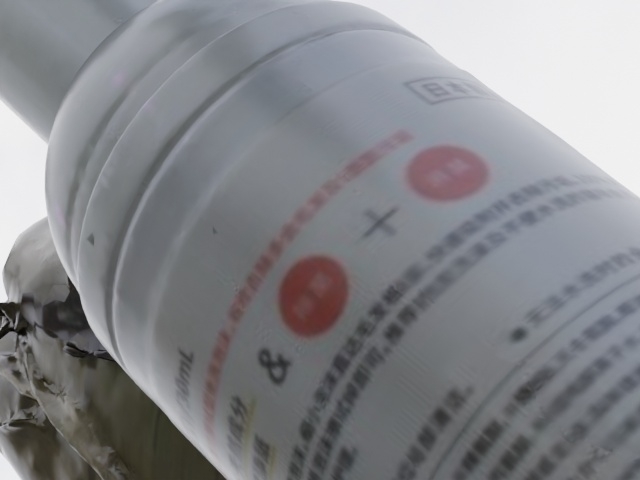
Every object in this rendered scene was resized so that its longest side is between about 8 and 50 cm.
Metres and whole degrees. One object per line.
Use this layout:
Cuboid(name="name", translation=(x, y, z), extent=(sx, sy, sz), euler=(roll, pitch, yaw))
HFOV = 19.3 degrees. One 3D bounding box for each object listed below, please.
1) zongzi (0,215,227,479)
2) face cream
Cuboid(name="zongzi", translation=(-0.002, 0.215, 0.792), extent=(0.500, 0.218, 0.467), euler=(10, -85, 37))
Cuboid(name="face cream", translation=(0.000, 0.000, 0.589), extent=(0.145, 0.369, 0.145), euler=(-26, -42, -26))
